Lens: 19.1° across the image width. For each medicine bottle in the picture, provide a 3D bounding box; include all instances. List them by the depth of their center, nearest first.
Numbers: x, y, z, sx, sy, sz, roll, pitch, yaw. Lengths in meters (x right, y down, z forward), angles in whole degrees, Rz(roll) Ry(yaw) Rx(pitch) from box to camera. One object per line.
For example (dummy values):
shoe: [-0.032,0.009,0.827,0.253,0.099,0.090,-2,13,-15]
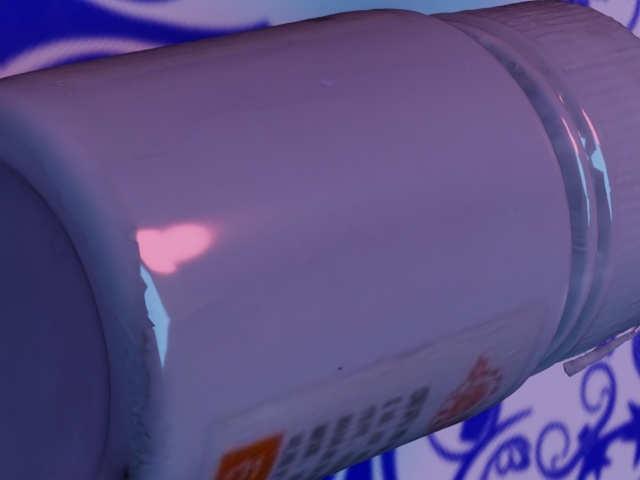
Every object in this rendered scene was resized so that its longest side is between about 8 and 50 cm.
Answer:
medicine bottle: [0.000,0.000,0.597,0.252,0.144,0.145,-18,106,-39]
